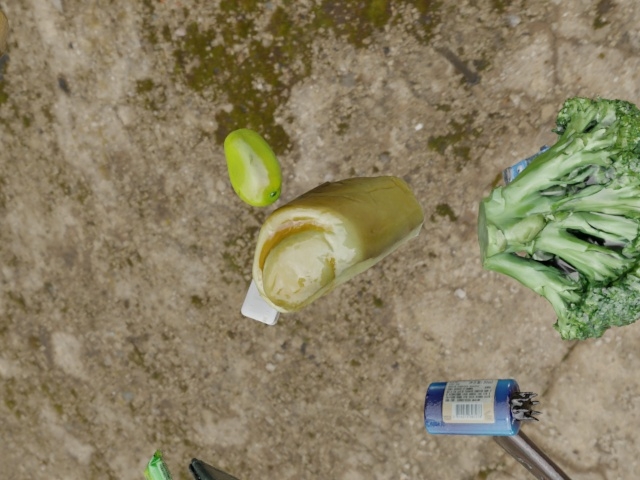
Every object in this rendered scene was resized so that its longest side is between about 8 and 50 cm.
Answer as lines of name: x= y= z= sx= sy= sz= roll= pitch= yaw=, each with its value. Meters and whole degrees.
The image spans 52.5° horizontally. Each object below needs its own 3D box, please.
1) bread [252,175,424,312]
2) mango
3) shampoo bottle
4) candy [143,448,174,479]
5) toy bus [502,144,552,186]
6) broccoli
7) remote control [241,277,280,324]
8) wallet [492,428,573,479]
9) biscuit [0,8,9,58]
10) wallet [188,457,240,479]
bread: x=0.000 y=0.000 z=1.330 sx=0.210 sy=0.341 sz=0.300 roll=56 pitch=141 yaw=3
mango: x=-0.135 y=-0.145 z=1.291 sx=0.117 sy=0.089 sz=0.163 roll=-14 pitch=100 yaw=55
shampoo bottle: x=0.252 y=0.261 z=1.018 sx=0.183 sy=0.087 sz=0.050 roll=-13 pitch=145 yaw=39
candy: x=-0.208 y=0.391 z=0.925 sx=0.178 sy=0.032 sz=0.102 roll=62 pitch=153 yaw=15
toy bus: x=0.467 y=-0.106 z=1.212 sx=0.133 sy=0.234 sz=0.116 roll=-34 pitch=65 yaw=51
broccoli: x=0.300 y=-0.030 z=0.752 sx=0.241 sy=0.261 sz=0.269 roll=-7 pitch=147 yaw=0
remote control: x=-0.125 y=0.095 z=1.733 sx=0.103 sy=0.034 sz=0.250 roll=16 pitch=80 yaw=17
wallet: x=0.457 y=0.469 z=1.336 sx=0.229 sy=0.049 sz=0.182 roll=42 pitch=172 yaw=22
biscuit: x=-0.467 y=-0.316 z=0.774 sx=0.208 sy=0.164 sz=0.047 roll=15 pitch=164 yaw=-11
wallet: x=-0.096 y=0.301 z=0.732 sx=0.088 sy=0.026 sz=0.129 roll=42 pitch=172 yaw=-36
